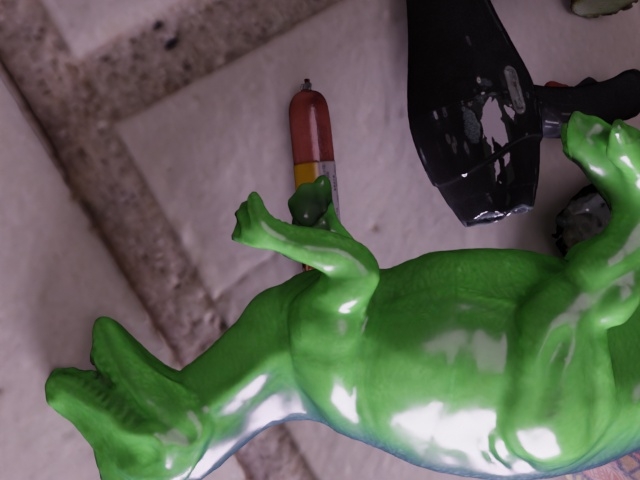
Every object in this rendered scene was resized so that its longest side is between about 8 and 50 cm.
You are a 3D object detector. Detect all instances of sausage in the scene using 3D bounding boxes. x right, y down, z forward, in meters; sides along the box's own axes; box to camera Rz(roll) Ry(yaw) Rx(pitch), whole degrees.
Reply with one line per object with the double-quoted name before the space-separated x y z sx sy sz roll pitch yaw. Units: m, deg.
"sausage" 0.000 0.000 0.557 0.029 0.029 0.223 -5 90 -23

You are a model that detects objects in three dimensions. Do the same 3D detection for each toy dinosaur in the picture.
"toy dinosaur" 0.128 0.137 0.478 0.500 0.144 0.374 45 94 -2

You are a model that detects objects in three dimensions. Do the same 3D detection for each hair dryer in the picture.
"hair dryer" 0.176 -0.136 0.620 0.271 0.091 0.235 -7 81 -31

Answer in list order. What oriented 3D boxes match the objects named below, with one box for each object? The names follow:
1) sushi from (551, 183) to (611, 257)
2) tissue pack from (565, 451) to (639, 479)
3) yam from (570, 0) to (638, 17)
"sushi" 0.276 0.037 0.610 0.115 0.147 0.212 -27 97 -22
"tissue pack" 0.211 0.113 0.599 0.060 0.108 0.148 -27 98 -26
"yam" 0.226 -0.309 0.644 0.061 0.061 0.253 0 89 -23
